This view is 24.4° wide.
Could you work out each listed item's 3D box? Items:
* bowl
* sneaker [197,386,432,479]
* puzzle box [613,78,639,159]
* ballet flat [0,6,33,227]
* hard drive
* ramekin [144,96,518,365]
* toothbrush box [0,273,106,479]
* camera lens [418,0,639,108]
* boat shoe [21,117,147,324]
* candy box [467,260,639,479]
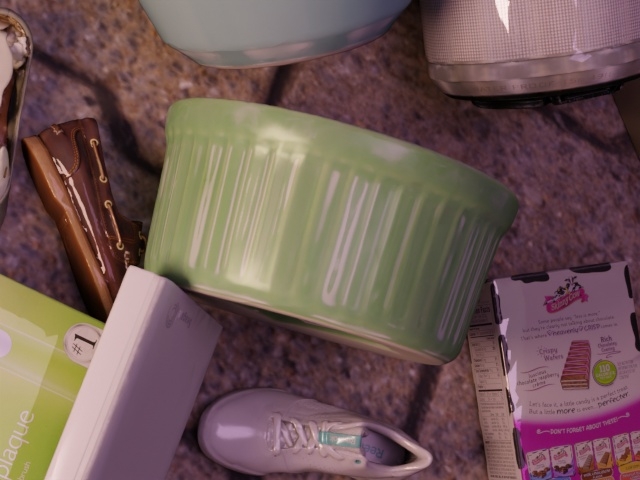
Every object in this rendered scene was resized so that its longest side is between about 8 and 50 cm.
[{"bbox_3d":[-0.038,-0.248,1.265,0.311,0.311,0.163,-20,113,-25],"label":"bowl"},{"bbox_3d":[0.000,0.175,1.313,0.212,0.094,0.080,10,81,-23],"label":"sneaker"},{"bbox_3d":[0.342,-0.267,1.425,0.052,0.272,0.409,-25,94,-25],"label":"puzzle box"},{"bbox_3d":[-0.284,-0.093,1.233,0.072,0.068,0.213,11,80,-23],"label":"ballet flat"},{"bbox_3d":[-0.168,0.188,1.173,0.040,0.203,0.307,19,79,13],"label":"hard drive"},{"bbox_3d":[0.000,0.000,1.230,0.303,0.303,0.148,18,83,-21],"label":"ramekin"},{"bbox_3d":[-0.326,0.112,1.160,0.283,0.122,0.206,28,72,-17],"label":"toothbrush box"},{"bbox_3d":[0.195,-0.268,1.363,0.219,0.219,0.274,-14,104,-25],"label":"camera lens"},{"bbox_3d":[-0.185,-0.005,1.263,0.073,0.073,0.207,-21,93,-23],"label":"boat shoe"},{"bbox_3d":[0.233,0.145,1.434,0.159,0.071,0.233,-6,87,-24],"label":"candy box"}]
